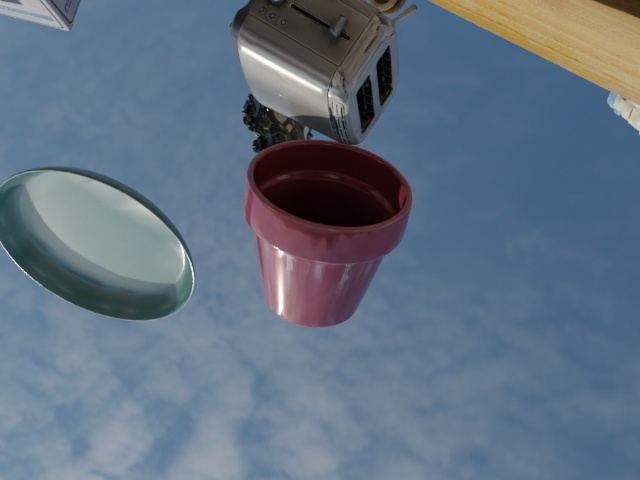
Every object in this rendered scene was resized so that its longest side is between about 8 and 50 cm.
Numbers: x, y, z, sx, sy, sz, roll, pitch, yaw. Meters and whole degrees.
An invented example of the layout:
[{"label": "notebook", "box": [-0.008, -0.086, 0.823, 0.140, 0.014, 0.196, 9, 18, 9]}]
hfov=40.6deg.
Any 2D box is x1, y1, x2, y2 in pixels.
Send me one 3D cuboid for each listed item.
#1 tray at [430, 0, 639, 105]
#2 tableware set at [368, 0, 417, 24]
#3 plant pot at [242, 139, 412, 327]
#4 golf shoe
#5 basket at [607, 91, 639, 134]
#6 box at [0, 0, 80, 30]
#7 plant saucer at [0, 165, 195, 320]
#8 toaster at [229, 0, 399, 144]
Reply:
[{"label": "tray", "box": [0.239, -0.199, 0.600, 0.203, 0.076, 0.411, -32, -139, -10]}, {"label": "tableware set", "box": [0.076, -0.429, 1.586, 0.194, 0.039, 0.128, -31, -110, 34]}, {"label": "plant pot", "box": [0.000, 0.000, 1.075, 0.201, 0.180, 0.201, 6, -144, -4]}, {"label": "golf shoe", "box": [-0.064, -0.180, 1.358, 0.094, 0.077, 0.198, 18, -138, -34]}, {"label": "basket", "box": [0.575, -0.197, 1.205, 0.255, 0.201, 0.289, -30, -119, -36]}, {"label": "box", "box": [-0.287, -0.327, 0.789, 0.087, 0.290, 0.169, 16, -98, 3]}, {"label": "plant saucer", "box": [-0.328, 0.003, 1.275, 0.318, 0.317, 0.043, 9, -132, 13]}, {"label": "toaster", "box": [0.000, -0.197, 0.965, 0.146, 0.227, 0.129, 32, -102, 14]}]
